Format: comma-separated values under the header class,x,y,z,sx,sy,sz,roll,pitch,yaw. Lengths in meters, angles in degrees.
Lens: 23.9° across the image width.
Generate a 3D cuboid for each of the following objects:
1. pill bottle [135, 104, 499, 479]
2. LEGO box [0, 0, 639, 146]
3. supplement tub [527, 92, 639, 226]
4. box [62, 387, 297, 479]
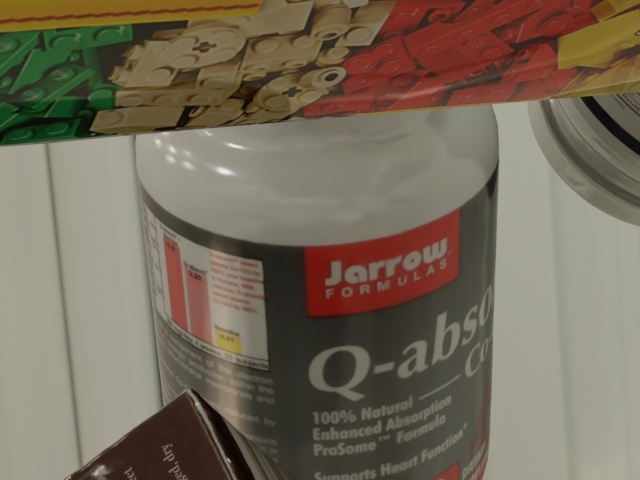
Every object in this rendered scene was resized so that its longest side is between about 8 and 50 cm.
class,x,y,z,sx,sy,sz,roll,pitch,yaw
pill bottle,0.000,0.000,0.898,0.210,0.362,0.210,-2,34,1
LEGO box,-0.036,-0.294,0.456,0.373,0.500,0.193,-6,-24,-22
supplement tub,0.253,-0.142,0.913,0.191,0.191,0.272,-8,-25,-21
box,-0.072,0.217,0.727,0.203,0.168,0.167,-37,48,4
